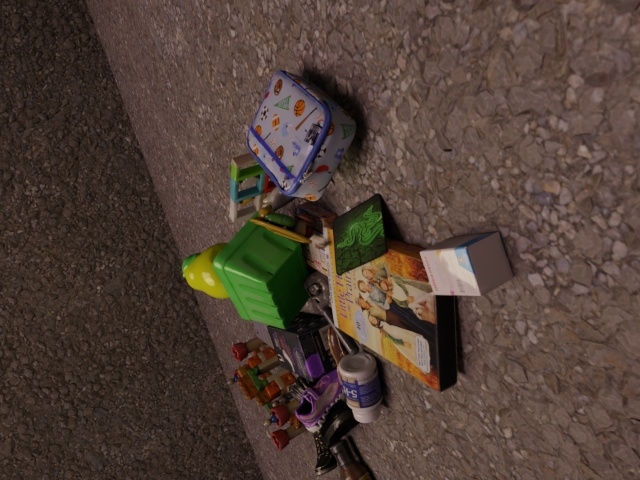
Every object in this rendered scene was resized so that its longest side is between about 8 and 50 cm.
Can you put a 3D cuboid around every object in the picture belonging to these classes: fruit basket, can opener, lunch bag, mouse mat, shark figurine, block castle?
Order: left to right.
[{"bbox_3d":[-0.239,0.088,1.592,0.391,0.283,0.392,31,154,17],"label":"fruit basket"},{"bbox_3d":[-0.255,0.682,2.265,0.453,0.212,0.303,47,147,36],"label":"block castle"},{"bbox_3d":[-0.058,-0.241,1.184,0.243,0.114,0.303,-58,44,23],"label":"lunch bag"},{"bbox_3d":[-0.039,-0.150,1.380,0.116,0.166,0.278,46,138,-13],"label":"shark figurine"},{"bbox_3d":[0.049,0.215,1.519,0.284,0.076,0.095,54,-177,24],"label":"can opener"},{"bbox_3d":[0.088,-0.011,1.199,0.189,0.007,0.153,-29,58,48],"label":"mouse mat"}]

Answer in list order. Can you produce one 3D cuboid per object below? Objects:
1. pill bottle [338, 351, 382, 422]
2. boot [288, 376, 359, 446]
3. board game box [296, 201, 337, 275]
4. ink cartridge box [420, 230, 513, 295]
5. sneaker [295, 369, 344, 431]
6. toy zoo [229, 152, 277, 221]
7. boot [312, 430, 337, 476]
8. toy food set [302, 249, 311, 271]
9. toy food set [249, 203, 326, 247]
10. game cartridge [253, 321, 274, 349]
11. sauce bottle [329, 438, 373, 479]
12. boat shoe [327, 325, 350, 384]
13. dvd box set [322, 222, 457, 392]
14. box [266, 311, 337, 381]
[{"bbox_3d":[0.123,0.436,1.480,0.112,0.111,0.187,20,127,56],"label":"pill bottle"},{"bbox_3d":[0.005,0.577,1.788,0.260,0.131,0.348,56,152,22],"label":"boot"},{"bbox_3d":[0.000,0.000,1.444,0.146,0.045,0.194,30,135,51],"label":"board game box"},{"bbox_3d":[0.263,0.044,0.935,0.143,0.089,0.092,-8,103,63],"label":"ink cartridge box"},{"bbox_3d":[-0.002,0.502,1.641,0.104,0.237,0.095,39,168,-34],"label":"sneaker"},{"bbox_3d":[-0.176,-0.155,1.488,0.030,0.192,0.293,54,152,26],"label":"toy zoo"},{"bbox_3d":[0.002,0.772,1.905,0.179,0.085,0.236,67,-168,10],"label":"boot"},{"bbox_3d":[-0.056,0.066,1.629,0.083,0.020,0.083,31,136,50],"label":"toy food set"},{"bbox_3d":[-0.079,-0.045,1.362,0.128,0.217,0.071,109,-179,-84],"label":"toy food set"},{"bbox_3d":[-0.244,0.275,2.104,0.230,0.068,0.355,12,121,55],"label":"game cartridge"},{"bbox_3d":[0.142,0.888,1.795,0.345,0.111,0.111,60,153,12],"label":"sauce bottle"},{"bbox_3d":[0.080,0.354,1.557,0.073,0.073,0.207,-9,109,25],"label":"boat shoe"},{"bbox_3d":[0.154,0.139,1.222,0.420,0.062,0.308,23,124,55],"label":"dvd box set"},{"bbox_3d":[-0.050,0.350,1.698,0.270,0.143,0.166,-5,104,62],"label":"box"}]
